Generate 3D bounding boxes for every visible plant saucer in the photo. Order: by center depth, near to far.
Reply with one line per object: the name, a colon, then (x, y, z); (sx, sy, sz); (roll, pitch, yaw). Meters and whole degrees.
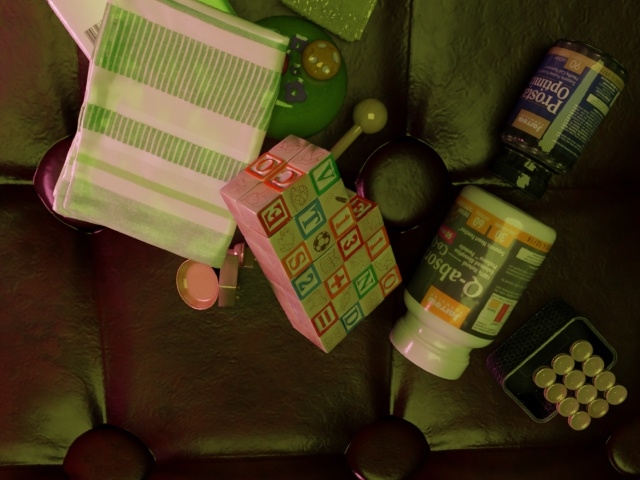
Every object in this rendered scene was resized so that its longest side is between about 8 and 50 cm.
plant saucer: (-0.194, 0.069, 1.010); (0.083, 0.015, 0.084); (6, 102, 26)

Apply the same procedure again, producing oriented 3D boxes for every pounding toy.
pounding toy: (-0.022, -0.218, 0.876); (0.183, 0.110, 0.237); (-42, 96, -12)

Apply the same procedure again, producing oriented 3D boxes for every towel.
towel: (-0.197, -0.148, 0.820); (0.247, 0.038, 0.325); (20, 106, -4)
towel: (0.016, -0.358, 0.896); (0.148, 0.027, 0.110); (17, 107, -30)

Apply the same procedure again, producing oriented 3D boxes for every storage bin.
storage bin: (0.395, 0.206, 1.085); (0.180, 0.084, 0.122); (-44, 105, 7)

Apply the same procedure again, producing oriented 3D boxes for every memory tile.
memory tile: (0.432, 0.242, 1.049); (0.113, 0.012, 0.148); (-40, 106, 6)

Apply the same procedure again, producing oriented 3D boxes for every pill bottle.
pill bottle: (0.350, -0.178, 0.949); (0.122, 0.123, 0.219); (27, 101, -12)
pill bottle: (0.231, 0.067, 0.989); (0.162, 0.162, 0.279); (25, 102, -12)

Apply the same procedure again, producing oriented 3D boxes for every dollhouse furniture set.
dollhouse furniture set: (-0.086, 0.015, 0.953); (0.123, 0.144, 0.151); (5, 69, -7)

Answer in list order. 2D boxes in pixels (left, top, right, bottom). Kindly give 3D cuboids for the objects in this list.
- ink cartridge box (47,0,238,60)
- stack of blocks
ink cartridge box: (-0.260, -0.355, 0.844); (0.198, 0.115, 0.273); (-32, 107, 4)
stack of blocks: (0.000, 0.000, 0.894); (0.171, 0.087, 0.297); (-42, 135, -18)
